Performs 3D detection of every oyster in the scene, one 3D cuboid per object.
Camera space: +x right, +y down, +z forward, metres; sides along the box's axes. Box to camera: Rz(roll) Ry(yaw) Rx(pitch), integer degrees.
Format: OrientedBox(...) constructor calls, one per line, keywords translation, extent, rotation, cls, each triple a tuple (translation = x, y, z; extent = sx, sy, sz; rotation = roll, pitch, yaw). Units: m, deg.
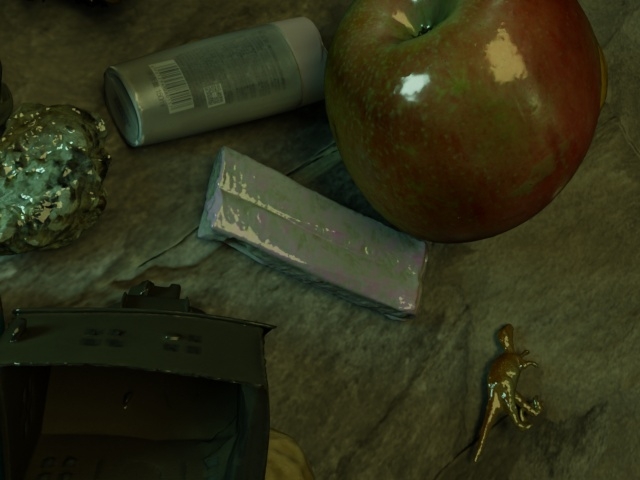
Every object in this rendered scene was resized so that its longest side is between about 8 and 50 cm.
OrientedBox(translation=(-0.267, -0.057, 0.704), extent=(0.125, 0.064, 0.177), rotation=(13, 68, -23), cls="oyster")

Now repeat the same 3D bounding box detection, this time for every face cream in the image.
OrientedBox(translation=(-0.105, -0.182, 0.827), extent=(0.269, 0.073, 0.107), rotation=(-25, 97, -33), cls="face cream")

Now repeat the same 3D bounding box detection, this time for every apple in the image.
OrientedBox(translation=(0.150, -0.168, 0.819), extent=(0.277, 0.319, 0.319), rotation=(38, 58, -37), cls="apple")

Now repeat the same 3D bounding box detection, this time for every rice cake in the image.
OrientedBox(translation=(-0.002, 0.001, 0.848), extent=(0.298, 0.050, 0.106), rotation=(24, 64, -23), cls="rice cake")

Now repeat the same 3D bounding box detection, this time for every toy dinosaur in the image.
OrientedBox(translation=(0.227, 0.191, 0.938), extent=(0.162, 0.039, 0.126), rotation=(-23, 78, -28), cls="toy dinosaur")

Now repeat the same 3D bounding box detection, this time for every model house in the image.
OrientedBox(translation=(-0.153, 0.129, 0.641), extent=(0.211, 0.243, 0.204), rotation=(5, 112, -10), cls="model house")

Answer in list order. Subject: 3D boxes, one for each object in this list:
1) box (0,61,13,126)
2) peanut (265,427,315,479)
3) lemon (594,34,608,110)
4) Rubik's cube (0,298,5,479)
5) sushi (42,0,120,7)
OrientedBox(translation=(-0.384, -0.210, 0.603), extent=(0.274, 0.178, 0.138), rotation=(48, 58, -5), cls="box")
OrientedBox(translation=(-0.070, 0.286, 0.676), extent=(0.129, 0.129, 0.224), rotation=(15, 65, -26), cls="peanut")
OrientedBox(translation=(0.302, -0.231, 1.015), extent=(0.188, 0.188, 0.257), rotation=(-18, 80, -33), cls="lemon")
OrientedBox(translation=(-0.306, 0.131, 0.583), extent=(0.254, 0.254, 0.254), rotation=(9, 71, -28), cls="Rubik's cube")
OrientedBox(translation=(-0.228, -0.352, 0.735), extent=(0.204, 0.200, 0.213), rotation=(-14, 60, -33), cls="sushi")
